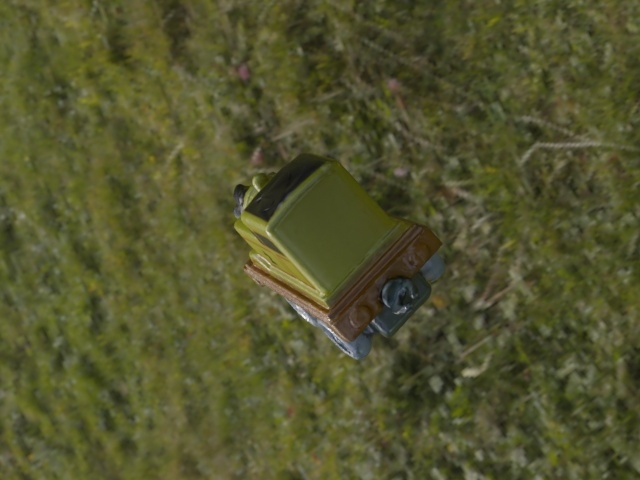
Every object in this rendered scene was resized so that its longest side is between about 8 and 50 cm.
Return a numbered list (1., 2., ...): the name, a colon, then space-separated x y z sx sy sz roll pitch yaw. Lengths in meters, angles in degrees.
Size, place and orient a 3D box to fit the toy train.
1. toy train: 0.000 0.000 0.776 0.127 0.089 0.219 48 172 -22
